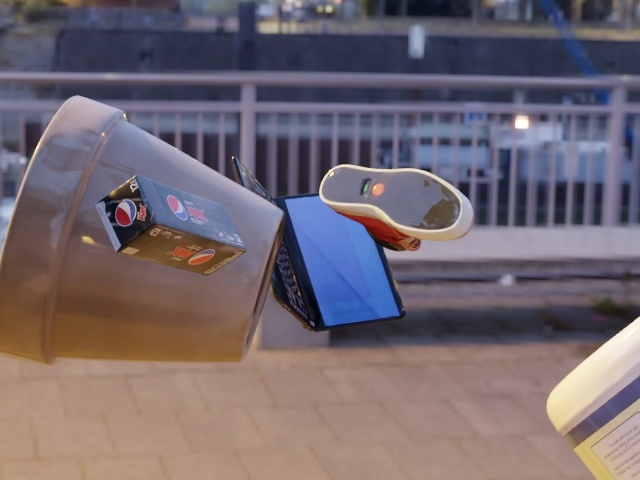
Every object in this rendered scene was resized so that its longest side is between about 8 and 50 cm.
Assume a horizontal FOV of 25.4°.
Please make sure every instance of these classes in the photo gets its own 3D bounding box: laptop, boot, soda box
[{"bbox_3d":[0.000,0.000,2.081,0.137,0.234,0.264,-23,-25,9],"label":"laptop"},{"bbox_3d":[0.138,-0.026,1.973,0.244,0.088,0.176,15,-16,41],"label":"boot"},{"bbox_3d":[-0.142,-0.012,1.370,0.053,0.060,0.169,-34,-22,17],"label":"soda box"}]

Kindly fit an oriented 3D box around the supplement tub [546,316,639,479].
[{"bbox_3d":[0.374,0.192,1.186,0.235,0.325,0.235,-36,-13,-10],"label":"supplement tub"}]

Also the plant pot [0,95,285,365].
[{"bbox_3d":[-0.200,0.019,1.681,0.280,0.323,0.323,16,11,3],"label":"plant pot"}]
